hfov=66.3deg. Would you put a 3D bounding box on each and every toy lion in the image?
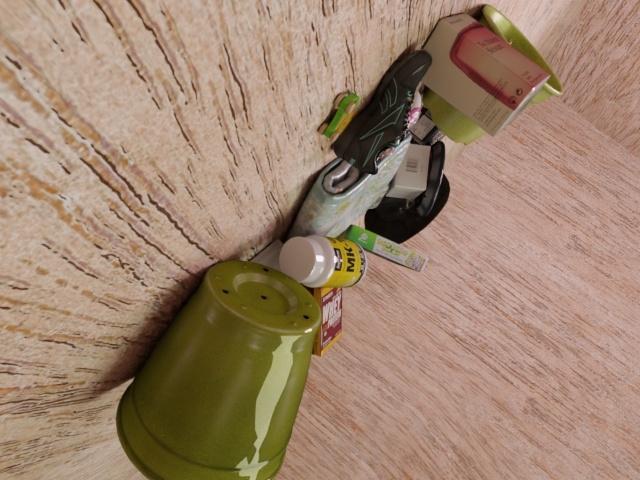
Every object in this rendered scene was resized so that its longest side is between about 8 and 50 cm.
[{"bbox_3d":[0.041,-0.224,0.886,0.096,0.034,0.100,-46,172,-51],"label":"toy lion"}]

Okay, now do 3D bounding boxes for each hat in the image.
[{"bbox_3d":[0.260,-0.151,1.659,0.331,0.331,0.134,-48,131,4],"label":"hat"}]

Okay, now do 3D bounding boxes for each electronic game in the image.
[{"bbox_3d":[0.329,-0.184,1.465,0.229,0.048,0.229,-168,-90,-89],"label":"electronic game"}]

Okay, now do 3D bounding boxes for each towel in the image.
[{"bbox_3d":[0.066,-0.109,1.242,0.374,0.090,0.320,-39,166,-38],"label":"towel"}]

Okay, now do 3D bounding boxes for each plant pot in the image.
[{"bbox_3d":[-0.172,0.244,0.983,0.353,0.366,0.366,-64,164,20],"label":"plant pot"},{"bbox_3d":[0.406,-0.384,1.225,0.254,0.276,0.276,-42,175,37],"label":"plant pot"}]

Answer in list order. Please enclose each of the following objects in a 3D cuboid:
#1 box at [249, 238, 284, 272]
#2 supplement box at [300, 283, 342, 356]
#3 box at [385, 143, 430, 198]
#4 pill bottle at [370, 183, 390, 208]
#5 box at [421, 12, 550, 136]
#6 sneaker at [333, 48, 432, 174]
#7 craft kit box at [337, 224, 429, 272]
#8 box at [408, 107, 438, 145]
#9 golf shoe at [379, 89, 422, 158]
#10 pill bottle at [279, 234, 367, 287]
[{"bbox_3d":[-0.115,0.073,1.177,0.101,0.087,0.102,-41,168,-31],"label":"box"},{"bbox_3d":[-0.055,0.178,1.314,0.129,0.194,0.191,-31,125,-58],"label":"supplement box"},{"bbox_3d":[0.257,-0.202,1.458,0.170,0.091,0.130,105,-9,-86],"label":"box"},{"bbox_3d":[0.163,-0.162,1.469,0.078,0.078,0.137,-42,168,-31],"label":"pill bottle"},{"bbox_3d":[0.333,-0.351,1.028,0.149,0.232,0.127,-37,165,-45],"label":"box"},{"bbox_3d":[0.144,-0.253,0.985,0.267,0.106,0.101,-52,168,14],"label":"sneaker"},{"bbox_3d":[0.174,0.017,1.516,0.246,0.250,0.061,-175,-72,-80],"label":"craft kit box"},{"bbox_3d":[0.384,-0.396,1.504,0.307,0.076,0.242,-48,170,2],"label":"box"},{"bbox_3d":[0.166,-0.274,1.092,0.186,0.067,0.086,-57,146,-13],"label":"golf shoe"},{"bbox_3d":[0.009,0.049,1.123,0.119,0.119,0.208,-52,150,20],"label":"pill bottle"}]
